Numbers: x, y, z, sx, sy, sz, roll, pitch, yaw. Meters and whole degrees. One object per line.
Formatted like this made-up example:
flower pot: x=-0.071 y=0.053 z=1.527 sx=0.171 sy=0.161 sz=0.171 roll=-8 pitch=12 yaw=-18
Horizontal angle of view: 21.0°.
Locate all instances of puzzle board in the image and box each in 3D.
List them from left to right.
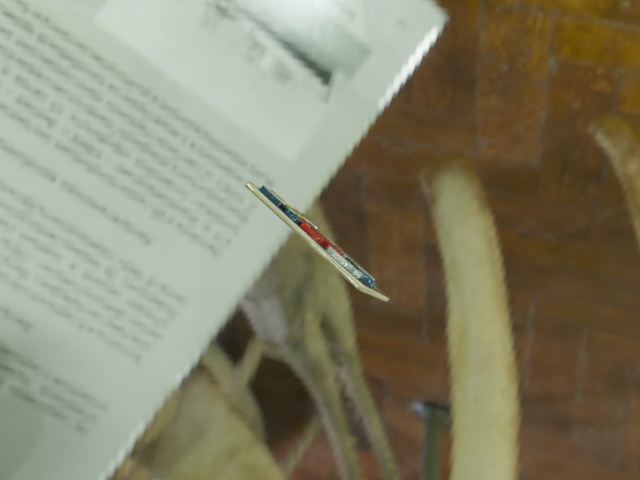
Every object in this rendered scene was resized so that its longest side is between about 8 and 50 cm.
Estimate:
puzzle board: x=0.000 y=0.000 z=1.387 sx=0.128 sy=0.011 sz=0.096 roll=43 pitch=-175 yaw=16
